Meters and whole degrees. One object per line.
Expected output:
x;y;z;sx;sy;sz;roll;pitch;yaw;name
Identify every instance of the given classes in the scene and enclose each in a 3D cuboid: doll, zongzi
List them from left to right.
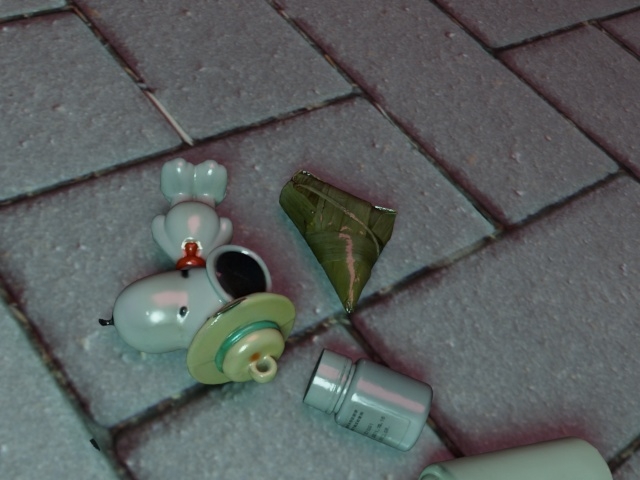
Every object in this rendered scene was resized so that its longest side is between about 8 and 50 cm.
-0.119;0.026;0.965;0.208;0.144;0.271;13;50;3;doll
0.000;0.000;1.084;0.160;0.078;0.176;24;48;8;zongzi

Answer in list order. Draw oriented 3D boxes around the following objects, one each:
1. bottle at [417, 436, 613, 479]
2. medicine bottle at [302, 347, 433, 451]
0.181;0.273;0.883;0.245;0.104;0.104;-4;51;-25;bottle
0.051;0.173;0.939;0.130;0.080;0.080;23;45;1;medicine bottle
